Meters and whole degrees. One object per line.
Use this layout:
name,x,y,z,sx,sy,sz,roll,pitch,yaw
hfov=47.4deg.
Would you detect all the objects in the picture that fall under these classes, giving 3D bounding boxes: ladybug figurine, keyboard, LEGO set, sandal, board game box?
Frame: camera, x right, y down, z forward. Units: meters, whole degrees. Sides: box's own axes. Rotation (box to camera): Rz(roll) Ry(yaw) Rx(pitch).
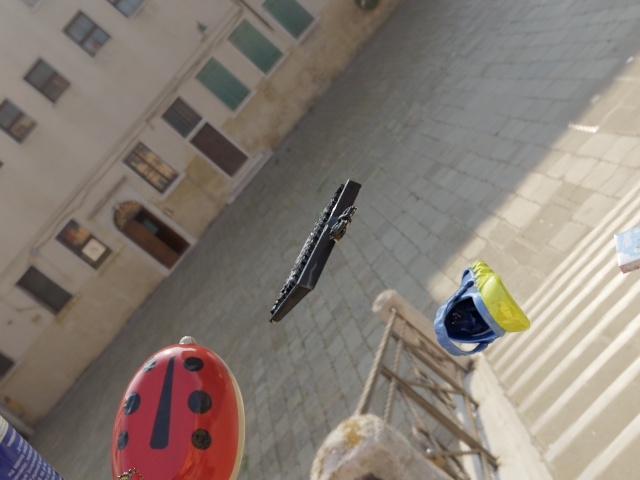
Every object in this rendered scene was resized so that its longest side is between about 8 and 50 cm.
ladybug figurine,-0.326,0.420,1.613,0.162,0.305,0.449,74,-167,-60
keyboard,0.000,0.000,0.760,0.108,0.023,0.180,-46,13,41
LEGO set,-0.254,0.360,1.030,0.083,0.054,0.023,-125,36,-47
sandal,0.256,0.117,1.231,0.138,0.126,0.317,-35,-7,8
board game box,0.499,0.005,1.113,0.090,0.020,0.090,-25,22,29

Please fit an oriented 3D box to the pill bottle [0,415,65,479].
pill bottle,-0.318,0.291,0.724,0.153,0.264,0.153,-35,16,12
